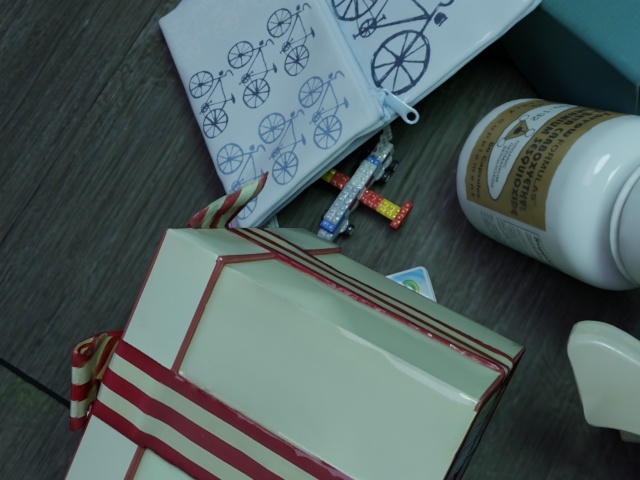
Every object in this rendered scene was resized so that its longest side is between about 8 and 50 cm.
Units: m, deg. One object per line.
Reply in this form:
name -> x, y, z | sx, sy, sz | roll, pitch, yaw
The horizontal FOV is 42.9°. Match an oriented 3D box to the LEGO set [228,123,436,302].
LEGO set -> 0.000, 0.000, 0.763 | 0.183, 0.060, 0.244 | -15, 71, 7

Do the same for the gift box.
gift box -> -0.013, 0.110, 0.607 | 0.258, 0.255, 0.276 | 26, 95, 18

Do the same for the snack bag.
snack bag -> 0.005, -0.219, 0.773 | 0.343, 0.037, 0.323 | -36, 55, 19

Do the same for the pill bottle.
pill bottle -> 0.215, -0.034, 0.627 | 0.131, 0.131, 0.229 | -44, 26, -5

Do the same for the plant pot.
plant pot -> 0.256, -0.212, 0.730 | 0.166, 0.165, 0.234 | -38, 61, -2

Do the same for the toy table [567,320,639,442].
toy table -> 0.274, 0.168, 0.547 | 0.161, 0.252, 0.274 | -8, 101, 32
